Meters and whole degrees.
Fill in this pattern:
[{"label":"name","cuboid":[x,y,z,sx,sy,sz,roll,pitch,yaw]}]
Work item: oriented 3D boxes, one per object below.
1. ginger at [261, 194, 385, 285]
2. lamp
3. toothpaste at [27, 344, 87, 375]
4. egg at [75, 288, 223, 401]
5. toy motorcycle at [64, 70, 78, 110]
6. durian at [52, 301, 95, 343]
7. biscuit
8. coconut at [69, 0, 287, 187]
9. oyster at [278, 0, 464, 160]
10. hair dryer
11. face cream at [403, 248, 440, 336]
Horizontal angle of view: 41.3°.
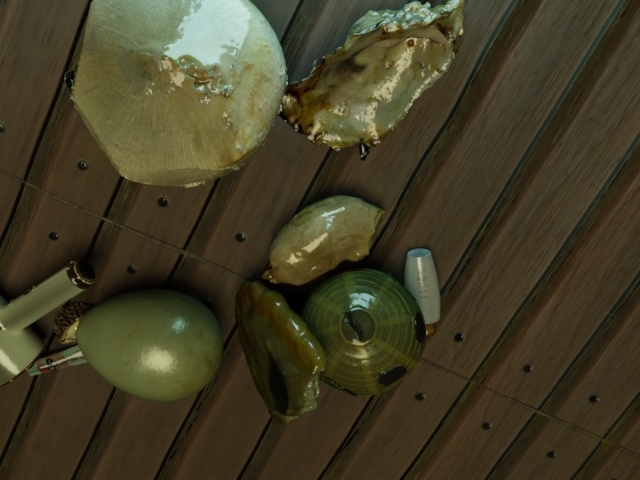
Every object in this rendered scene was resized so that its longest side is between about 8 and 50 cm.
[{"label":"ginger","cuboid":[0.000,0.000,1.615,0.267,0.138,0.152,-19,118,4]},{"label":"lamp","cuboid":[0.077,0.166,1.611,0.250,0.284,0.250,-2,78,7]},{"label":"toothpaste","cuboid":[-0.516,0.243,1.792,0.205,0.036,0.056,-16,111,4]},{"label":"egg","cuboid":[-0.336,0.200,1.670,0.296,0.218,0.218,12,115,10]},{"label":"toy motorcycle","cuboid":[-0.399,-0.238,1.539,0.058,0.100,0.173,-29,113,13]},{"label":"durian","cuboid":[-0.513,0.167,1.763,0.130,0.052,0.066,-38,146,20]},{"label":"biscuit","cuboid":[-0.080,0.246,1.646,0.078,0.329,0.334,-22,123,-23]},{"label":"coconut","cuboid":[-0.226,-0.252,1.365,0.347,0.360,0.346,1,98,5]},{"label":"oyster","cuboid":[0.086,-0.310,1.481,0.221,0.096,0.361,22,120,-39]},{"label":"hair dryer","cuboid":[-0.572,0.127,1.672,0.362,0.128,0.203,-30,109,21]},{"label":"face cream","cuboid":[0.203,0.106,1.702,0.072,0.051,0.182,-7,113,2]}]
